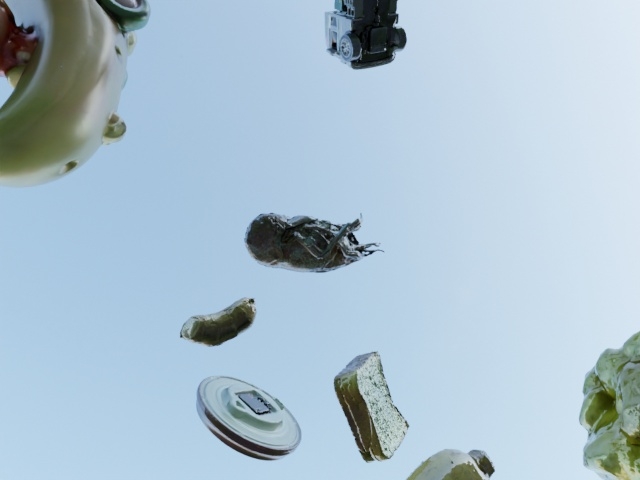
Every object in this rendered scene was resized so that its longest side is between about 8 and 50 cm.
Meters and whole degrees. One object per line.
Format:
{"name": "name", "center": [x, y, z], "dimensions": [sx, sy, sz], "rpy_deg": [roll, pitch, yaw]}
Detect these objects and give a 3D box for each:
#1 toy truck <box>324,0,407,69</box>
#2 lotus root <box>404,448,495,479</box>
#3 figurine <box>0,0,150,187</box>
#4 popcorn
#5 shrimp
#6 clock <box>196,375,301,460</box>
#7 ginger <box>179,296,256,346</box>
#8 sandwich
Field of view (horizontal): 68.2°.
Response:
{"name": "toy truck", "center": [0.055, -0.360, 0.655], "dimensions": [0.110, 0.116, 0.216], "rpy_deg": [-20, -50, -23]}
{"name": "lotus root", "center": [0.226, 0.506, 0.888], "dimensions": [0.284, 0.146, 0.160], "rpy_deg": [-34, -81, -23]}
{"name": "figurine", "center": [-0.301, -0.195, 0.471], "dimensions": [0.222, 0.324, 0.124], "rpy_deg": [16, -38, -32]}
{"name": "popcorn", "center": [0.337, 0.138, 0.386], "dimensions": [0.233, 0.192, 0.266], "rpy_deg": [-53, -29, 7]}
{"name": "shrimp", "center": [0.000, 0.001, 0.547], "dimensions": [0.190, 0.075, 0.073], "rpy_deg": [6, -72, -28]}
{"name": "clock", "center": [-0.191, 0.467, 1.289], "dimensions": [0.318, 0.318, 0.080], "rpy_deg": [30, -86, -24]}
{"name": "ginger", "center": [-0.228, 0.193, 1.091], "dimensions": [0.190, 0.069, 0.095], "rpy_deg": [-25, -78, -22]}
{"name": "sandwich", "center": [0.119, 0.383, 1.100], "dimensions": [0.065, 0.186, 0.214], "rpy_deg": [-23, -96, 25]}
